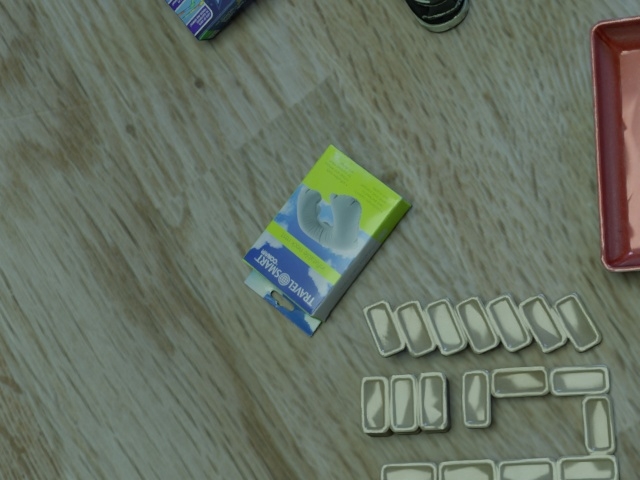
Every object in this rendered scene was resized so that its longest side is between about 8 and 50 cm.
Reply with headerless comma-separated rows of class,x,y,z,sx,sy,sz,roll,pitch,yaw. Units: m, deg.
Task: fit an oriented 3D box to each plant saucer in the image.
plant saucer,0.397,-0.100,1.286,0.259,0.048,0.258,-5,76,20

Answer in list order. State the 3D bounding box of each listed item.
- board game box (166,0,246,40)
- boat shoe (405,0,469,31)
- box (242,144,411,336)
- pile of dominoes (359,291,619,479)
board game box,-0.109,-0.341,1.495,0.201,0.035,0.136,-42,83,26
boat shoe,0.086,-0.336,1.445,0.084,0.079,0.233,-33,67,14
box,0.000,0.000,1.422,0.109,0.042,0.178,38,93,24
pile of dominoes,0.165,0.152,1.338,0.251,0.040,0.196,-4,76,12
